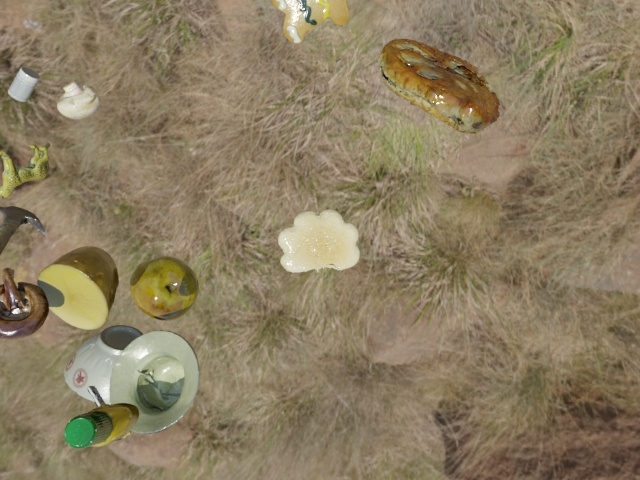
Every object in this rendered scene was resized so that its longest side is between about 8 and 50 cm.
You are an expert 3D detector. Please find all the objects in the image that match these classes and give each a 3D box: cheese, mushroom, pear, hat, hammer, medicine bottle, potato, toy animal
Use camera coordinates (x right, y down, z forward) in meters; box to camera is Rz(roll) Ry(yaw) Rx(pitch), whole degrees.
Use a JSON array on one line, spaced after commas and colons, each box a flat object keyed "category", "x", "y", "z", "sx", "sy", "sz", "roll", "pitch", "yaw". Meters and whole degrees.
[{"category": "cheese", "x": -0.557, "y": 0.444, "z": 1.410, "sx": 0.036, "sy": 0.086, "sz": 0.162, "roll": -45, "pitch": 70, "yaw": 5}, {"category": "mushroom", "x": -0.674, "y": 0.138, "z": 1.193, "sx": 0.135, "sy": 0.170, "sz": 0.080, "roll": -6, "pitch": 156, "yaw": -31}, {"category": "pear", "x": -0.447, "y": 0.139, "z": 1.565, "sx": 0.200, "sy": 0.200, "sz": 0.199, "roll": 7, "pitch": 128, "yaw": 9}, {"category": "mushroom", "x": -0.477, "y": -0.276, "z": 1.068, "sx": 0.084, "sy": 0.083, "sz": 0.067, "roll": -10, "pitch": 128, "yaw": 20}, {"category": "hat", "x": -0.407, "y": 0.376, "z": 1.423, "sx": 0.258, "sy": 0.257, "sz": 0.130, "roll": -1, "pitch": 157, "yaw": 15}, {"category": "hammer", "x": -0.600, "y": 0.042, "z": 0.975, "sx": 0.125, "sy": 0.297, "sz": 0.027, "roll": 18, "pitch": 132, "yaw": -13}, {"category": "medicine bottle", "x": -0.902, "y": -0.474, "z": 1.654, "sx": 0.058, "sy": 0.058, "sz": 0.091, "roll": 37, "pitch": 111, "yaw": -15}, {"category": "medicine bottle", "x": -0.366, "y": 0.310, "z": 0.904, "sx": 0.064, "sy": 0.095, "sz": 0.260, "roll": 64, "pitch": 165, "yaw": 9}, {"category": "potato", "x": -0.560, "y": 0.089, "z": 1.309, "sx": 0.178, "sy": 0.158, "sz": 0.203, "roll": -1, "pitch": 130, "yaw": 14}, {"category": "toy animal", "x": -0.867, "y": -0.208, "z": 1.604, "sx": 0.073, "sy": 0.181, "sz": 0.136, "roll": 19, "pitch": 120, "yaw": 23}]

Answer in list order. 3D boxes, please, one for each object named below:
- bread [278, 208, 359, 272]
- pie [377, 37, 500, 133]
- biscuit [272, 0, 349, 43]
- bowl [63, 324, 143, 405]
[{"category": "bread", "x": 0.000, "y": 0.000, "z": 1.578, "sx": 0.251, "sy": 0.039, "sz": 0.181, "roll": -3, "pitch": 95, "yaw": -21}, {"category": "pie", "x": 0.241, "y": -0.322, "z": 1.118, "sx": 0.309, "sy": 0.308, "sz": 0.085, "roll": 22, "pitch": 126, "yaw": -3}, {"category": "biscuit", "x": 0.008, "y": -0.559, "z": 1.238, "sx": 0.240, "sy": 0.035, "sz": 0.158, "roll": -26, "pitch": 115, "yaw": 7}, {"category": "bowl", "x": -0.693, "y": 0.397, "z": 1.876, "sx": 0.338, "sy": 0.337, "sz": 0.157, "roll": 18, "pitch": 112, "yaw": 0}]
